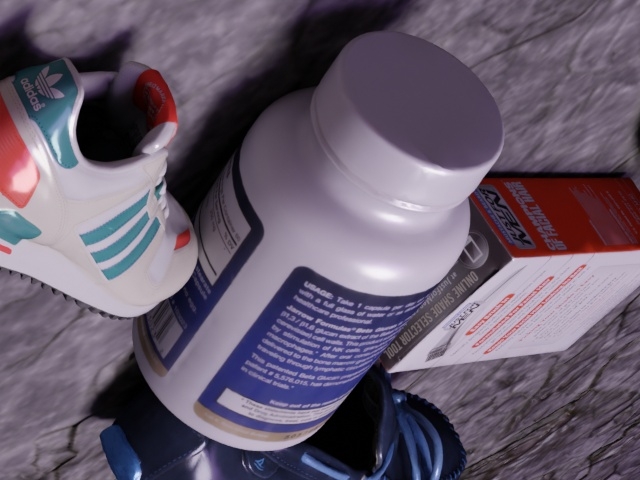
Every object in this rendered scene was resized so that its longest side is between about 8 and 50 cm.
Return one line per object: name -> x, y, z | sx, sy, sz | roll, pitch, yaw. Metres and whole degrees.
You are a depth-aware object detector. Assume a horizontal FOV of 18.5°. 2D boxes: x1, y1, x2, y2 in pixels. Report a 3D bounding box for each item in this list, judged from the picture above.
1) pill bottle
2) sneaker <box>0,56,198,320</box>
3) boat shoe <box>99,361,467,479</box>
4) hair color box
pill bottle -> 0.000, 0.000, 0.765 | 0.094, 0.094, 0.169 | -13, 151, -41
sneaker -> -0.069, -0.021, 0.675 | 0.075, 0.057, 0.161 | -33, 156, 16
boat shoe -> 0.008, 0.101, 0.976 | 0.089, 0.109, 0.258 | -47, 157, 23
hair color box -> 0.098, 0.015, 0.987 | 0.093, 0.053, 0.167 | -45, 157, 29
